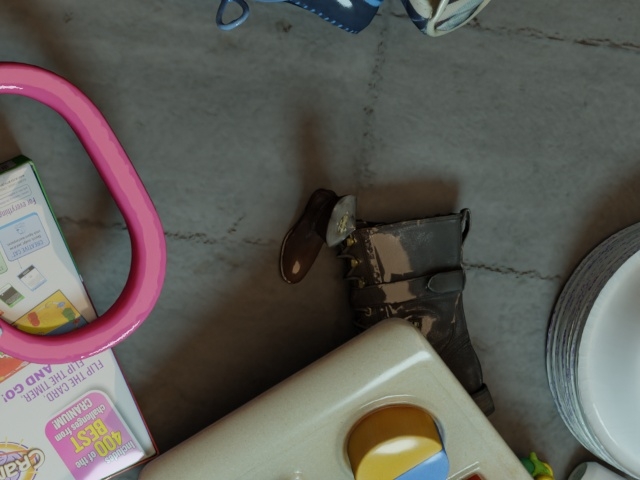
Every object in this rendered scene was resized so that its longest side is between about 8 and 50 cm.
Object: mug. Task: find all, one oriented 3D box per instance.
[{"bbox_3d":[0.295,0.275,1.910,0.064,0.062,0.078,38,53,-10],"label":"mug"}]

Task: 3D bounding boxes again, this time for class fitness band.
[{"bbox_3d":[-0.264,-0.022,1.635,0.209,0.054,0.291,-32,107,-11],"label":"fitness band"}]

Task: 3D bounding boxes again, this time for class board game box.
[{"bbox_3d":[-0.325,0.111,1.699,0.242,0.064,0.317,-24,104,-12],"label":"board game box"}]

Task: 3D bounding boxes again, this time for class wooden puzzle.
[{"bbox_3d":[0.043,0.283,1.748,0.322,0.080,0.348,-32,118,10],"label":"wooden puzzle"}]

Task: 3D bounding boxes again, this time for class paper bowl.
[{"bbox_3d":[0.392,0.122,1.874,0.284,0.148,0.284,-2,98,-15],"label":"paper bowl"}]

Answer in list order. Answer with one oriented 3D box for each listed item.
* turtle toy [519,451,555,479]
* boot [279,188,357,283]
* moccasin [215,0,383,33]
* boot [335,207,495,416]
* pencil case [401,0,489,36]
[{"bbox_3d":[0.204,0.283,1.876,0.066,0.095,0.130,13,93,3],"label":"turtle toy"},{"bbox_3d":[0.000,0.000,1.754,0.037,0.114,0.106,19,92,-18],"label":"boot"},{"bbox_3d":[-0.105,-0.284,1.687,0.342,0.138,0.117,32,105,-2],"label":"moccasin"},{"bbox_3d":[0.048,0.092,1.808,0.263,0.091,0.229,-15,96,-16],"label":"boot"},{"bbox_3d":[0.003,-0.361,1.610,0.410,0.183,0.160,39,114,7],"label":"pencil case"}]
